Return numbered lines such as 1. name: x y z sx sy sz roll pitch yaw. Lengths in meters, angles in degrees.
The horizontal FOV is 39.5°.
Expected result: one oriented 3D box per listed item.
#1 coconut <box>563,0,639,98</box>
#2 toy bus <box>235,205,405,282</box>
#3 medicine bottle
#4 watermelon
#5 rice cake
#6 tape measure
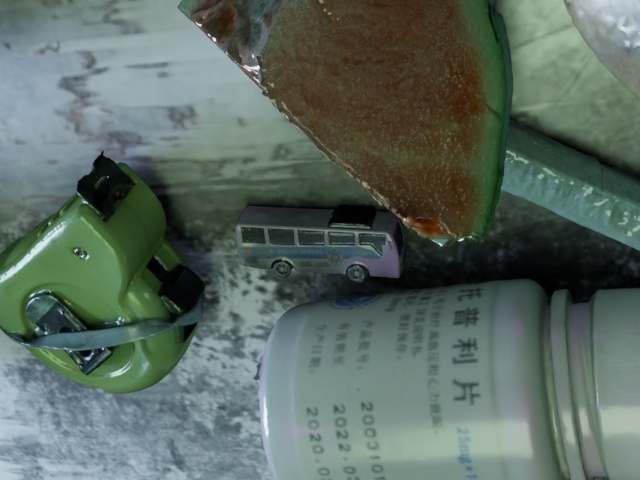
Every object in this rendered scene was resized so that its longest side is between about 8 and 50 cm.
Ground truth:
1. coconut: 0.244 -0.155 0.393 0.259 0.259 0.259 7 128 9
2. toy bus: 0.000 0.000 0.689 0.130 0.037 0.052 3 123 14
3. medicine bottle: 0.114 0.116 0.661 0.292 0.170 0.170 -6 125 21
4. watermelon: 0.039 -0.119 0.550 0.231 0.128 0.146 41 96 -8
5. rice cake: 0.183 -0.034 0.607 0.245 0.045 0.042 24 130 -4
6. tape measure: -0.185 0.047 0.729 0.200 0.106 0.175 -29 112 34
